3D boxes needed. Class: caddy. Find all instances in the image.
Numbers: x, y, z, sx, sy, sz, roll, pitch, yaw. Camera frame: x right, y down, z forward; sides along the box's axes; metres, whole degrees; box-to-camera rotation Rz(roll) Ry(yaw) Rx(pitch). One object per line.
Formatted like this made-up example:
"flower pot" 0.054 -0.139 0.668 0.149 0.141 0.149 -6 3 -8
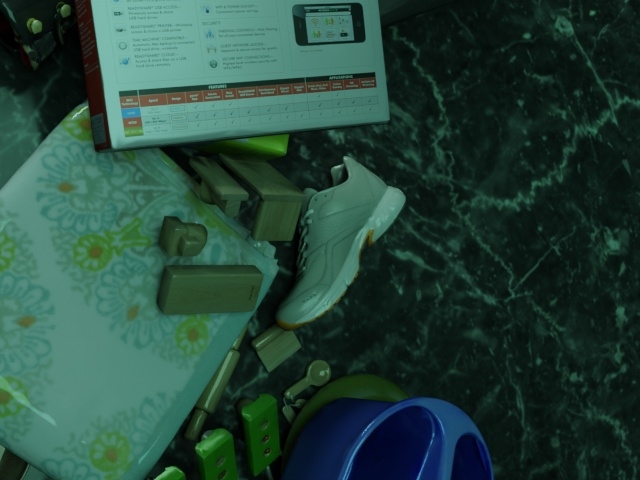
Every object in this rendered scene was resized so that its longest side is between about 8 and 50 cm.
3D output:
"caddy" 0.075 0.349 0.972 0.241 0.179 0.341 31 74 -28

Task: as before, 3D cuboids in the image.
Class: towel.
"towel" -0.249 0.063 0.926 0.320 0.090 0.374 43 61 -20

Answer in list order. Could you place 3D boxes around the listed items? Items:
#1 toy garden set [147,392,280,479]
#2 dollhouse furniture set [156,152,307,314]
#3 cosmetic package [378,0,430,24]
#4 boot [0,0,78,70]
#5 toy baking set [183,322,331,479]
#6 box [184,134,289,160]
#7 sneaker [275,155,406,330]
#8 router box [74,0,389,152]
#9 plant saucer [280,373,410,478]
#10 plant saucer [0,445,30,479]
"toy garden set" -0.150 0.306 0.944 0.244 0.049 0.203 -34 140 -34
"dollhouse furniture set" -0.124 -0.012 0.953 0.144 0.123 0.151 1 117 -34
"cosmetic package" 0.195 -0.390 1.108 0.377 0.284 0.097 -27 96 -27
"boot" -0.233 -0.290 0.962 0.284 0.138 0.377 -40 109 -21
"toy baking set" -0.074 0.229 1.049 0.197 0.030 0.256 35 71 -20
"box" -0.141 -0.137 1.008 0.178 0.109 0.042 12 83 -26
"sneaker" 0.000 0.000 1.085 0.121 0.099 0.262 41 61 -10
"router box" -0.096 -0.264 0.913 0.336 0.082 0.301 -9 97 -25
"plant saucer" 0.059 0.300 1.091 0.241 0.037 0.240 1 88 -33
"plant saucer" -0.410 0.211 0.876 0.199 0.036 0.198 3 83 -26
